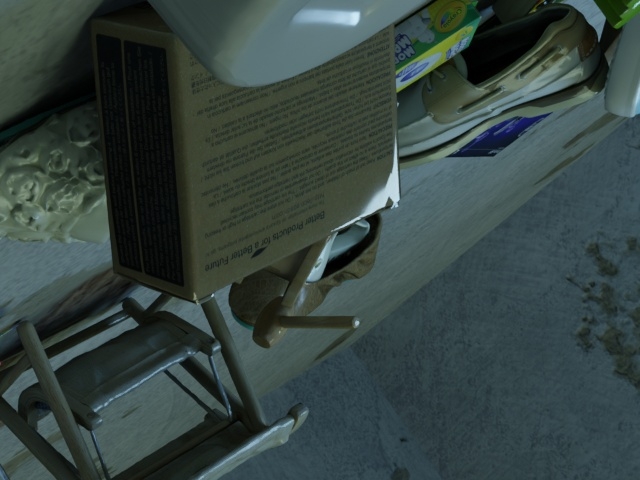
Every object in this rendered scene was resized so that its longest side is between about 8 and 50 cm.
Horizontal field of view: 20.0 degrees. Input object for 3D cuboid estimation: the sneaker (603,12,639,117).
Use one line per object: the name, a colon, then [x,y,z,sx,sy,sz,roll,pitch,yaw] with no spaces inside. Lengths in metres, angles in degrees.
sneaker: [0.428,-0.271,1.874,0.366,0.150,0.135,-60,165,1]

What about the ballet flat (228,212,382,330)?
ballet flat: [-0.007,0.020,2.447,0.342,0.116,0.124,-23,146,-57]

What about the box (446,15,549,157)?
box: [0.220,-0.188,2.137,0.184,0.103,0.261,-35,173,16]

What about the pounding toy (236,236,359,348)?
pounding toy: [0.000,0.000,2.003,0.154,0.155,0.269,-65,-178,-38]

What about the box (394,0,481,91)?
box: [0.090,-0.188,1.805,0.179,0.043,0.105,-35,173,-8]

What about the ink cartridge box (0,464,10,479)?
ink cartridge box: [-0.465,0.293,1.827,0.307,0.129,0.223,-30,-176,-11]

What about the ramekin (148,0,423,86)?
ramekin: [0.008,-0.207,1.017,0.277,0.135,0.277,-34,172,-5]

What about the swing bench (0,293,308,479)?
swing bench: [-0.198,0.179,1.999,0.253,0.254,0.165,-28,169,-42]

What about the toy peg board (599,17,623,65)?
toy peg board: [0.382,-0.277,2.050,0.160,0.079,0.161,114,-7,-75]

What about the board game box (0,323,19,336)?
board game box: [-0.361,0.141,1.804,0.133,0.033,0.169,-35,-176,-41]

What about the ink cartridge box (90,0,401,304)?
ink cartridge box: [-0.046,-0.088,1.287,0.088,0.193,0.235,16,-152,36]

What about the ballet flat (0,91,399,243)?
ballet flat: [-0.092,-0.075,1.401,0.409,0.147,0.147,-28,170,-35]

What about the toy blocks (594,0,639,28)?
toy blocks: [0.314,-0.345,1.444,0.381,0.190,0.261,-39,160,22]

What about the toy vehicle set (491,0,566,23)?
toy vehicle set: [0.297,-0.323,1.880,0.166,0.035,0.267,-31,171,-28]

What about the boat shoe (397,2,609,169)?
boat shoe: [0.150,-0.171,1.938,0.302,0.113,0.103,-22,133,9]
